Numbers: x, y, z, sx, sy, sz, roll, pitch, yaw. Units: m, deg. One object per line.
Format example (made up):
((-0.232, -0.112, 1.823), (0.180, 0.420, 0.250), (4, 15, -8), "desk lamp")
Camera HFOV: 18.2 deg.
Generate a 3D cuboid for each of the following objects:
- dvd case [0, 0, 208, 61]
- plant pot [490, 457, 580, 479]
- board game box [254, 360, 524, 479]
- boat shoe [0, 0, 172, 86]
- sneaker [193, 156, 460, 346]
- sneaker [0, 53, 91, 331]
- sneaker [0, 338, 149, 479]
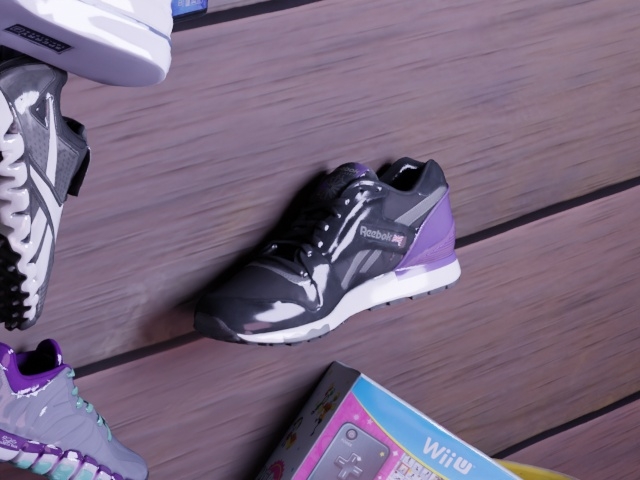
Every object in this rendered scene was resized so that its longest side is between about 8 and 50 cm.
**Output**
((-0.174, -0.215, 1.378), (0.253, 0.022, 0.180), (-20, 129, -39), "dvd case")
((0.162, 0.342, 1.956), (0.254, 0.254, 0.239), (5, 94, -49), "plant pot")
((0.029, 0.295, 1.786), (0.224, 0.097, 0.303), (34, 86, -13), "board game box")
((-0.199, -0.179, 1.299), (0.258, 0.095, 0.084), (26, 64, -47), "boat shoe")
((0.000, 0.000, 1.670), (0.283, 0.107, 0.124), (-20, 113, -43), "sneaker")
((-0.204, -0.037, 1.412), (0.106, 0.078, 0.234), (-35, 142, -34), "sneaker")
((-0.196, 0.134, 1.540), (0.224, 0.083, 0.098), (27, 88, -51), "sneaker")
